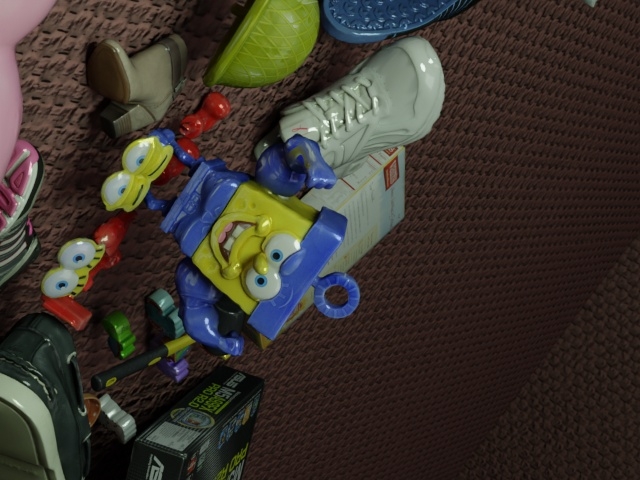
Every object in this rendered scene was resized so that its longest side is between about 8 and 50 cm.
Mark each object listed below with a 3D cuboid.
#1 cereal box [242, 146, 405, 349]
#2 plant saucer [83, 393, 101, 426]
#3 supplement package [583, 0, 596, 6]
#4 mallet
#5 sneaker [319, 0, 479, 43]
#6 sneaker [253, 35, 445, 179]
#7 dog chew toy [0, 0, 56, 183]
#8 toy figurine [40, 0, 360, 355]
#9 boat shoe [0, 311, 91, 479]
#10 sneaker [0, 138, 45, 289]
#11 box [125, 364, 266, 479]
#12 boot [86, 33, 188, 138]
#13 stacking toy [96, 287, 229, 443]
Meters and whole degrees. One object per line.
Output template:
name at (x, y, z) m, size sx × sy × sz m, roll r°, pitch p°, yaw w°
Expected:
cereal box at (0.000, 0.000, 1.698) m, size 0.240 × 0.047 × 0.173 m, roll -43°, pitch 159°, yaw -18°
plant saucer at (-0.259, 0.184, 1.526) m, size 0.083 × 0.013 × 0.083 m, roll -37°, pitch 156°, yaw -20°
supplement package at (0.257, -0.369, 1.428) m, size 0.194 × 0.149 × 0.203 m, roll -49°, pitch 160°, yaw -2°
mallet at (-0.148, 0.112, 1.476) m, size 0.189 × 0.039 × 0.062 m, roll -29°, pitch 146°, yaw -37°
sneaker at (0.089, -0.231, 1.426) m, size 0.232 × 0.081 × 0.090 m, roll -25°, pitch 171°, yaw -27°
sneaker at (0.022, -0.111, 1.417) m, size 0.115 × 0.090 × 0.232 m, roll -16°, pitch 165°, yaw -42°
dog chew toy at (-0.220, -0.149, 0.772) m, size 0.332 × 0.206 × 0.206 m, roll -62°, pitch 158°, yaw 10°
toy figurine at (-0.040, -0.034, 1.245) m, size 0.363 × 0.217 × 0.191 m, roll -54°, pitch 178°, yaw 14°
boat shoe at (-0.261, 0.173, 1.366) m, size 0.340 × 0.127 × 0.113 m, roll 93°, pitch 19°, yaw -55°
sneaker at (-0.243, -0.016, 1.145) m, size 0.074 × 0.063 × 0.170 m, roll -22°, pitch 151°, yaw -51°
box at (-0.150, 0.280, 1.687) m, size 0.270 × 0.060 × 0.216 m, roll -36°, pitch 141°, yaw -70°
boot at (-0.139, -0.135, 1.188) m, size 0.087 × 0.042 × 0.118 m, roll -45°, pitch 162°, yaw -31°
stacking toy at (-0.157, 0.094, 1.543) m, size 0.167 × 0.052 × 0.221 m, roll -40°, pitch 156°, yaw -30°
